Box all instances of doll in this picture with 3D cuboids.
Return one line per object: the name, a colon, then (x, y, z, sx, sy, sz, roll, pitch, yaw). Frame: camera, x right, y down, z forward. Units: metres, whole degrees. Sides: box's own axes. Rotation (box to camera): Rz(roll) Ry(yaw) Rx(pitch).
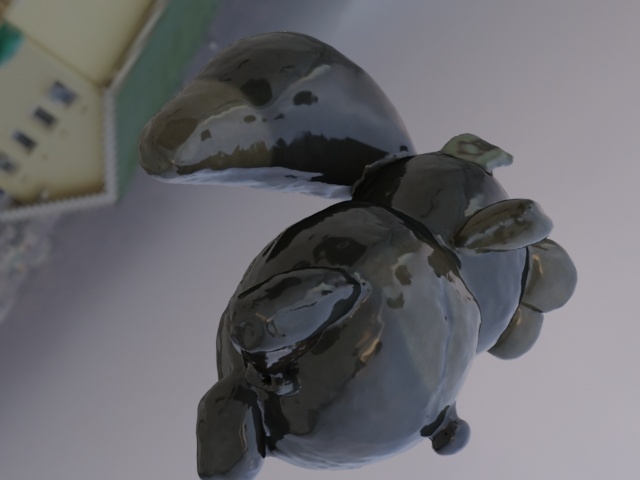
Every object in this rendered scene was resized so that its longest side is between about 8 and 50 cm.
doll: (-0.014, 0.025, 1.364, 0.382, 0.378, 0.252, -25, 140, -48)
